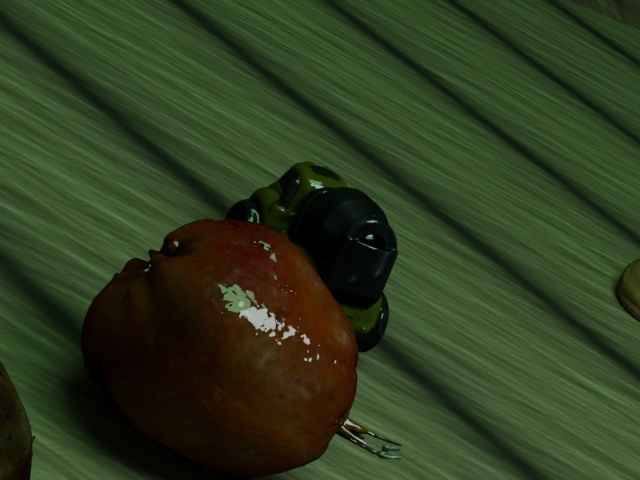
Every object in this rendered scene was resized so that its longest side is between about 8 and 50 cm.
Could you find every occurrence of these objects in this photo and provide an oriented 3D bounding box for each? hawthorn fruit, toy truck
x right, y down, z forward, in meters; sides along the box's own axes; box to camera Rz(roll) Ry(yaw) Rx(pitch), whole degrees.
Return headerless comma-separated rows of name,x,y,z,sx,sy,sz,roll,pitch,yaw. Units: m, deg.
hawthorn fruit,-0.055,0.113,1.592,0.299,0.211,0.211,37,23,-8
toy truck,0.000,0.000,1.899,0.147,0.165,0.224,16,27,-26

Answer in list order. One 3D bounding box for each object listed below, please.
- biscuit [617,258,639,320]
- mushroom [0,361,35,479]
biscuit,0.555,0.137,2.392,0.376,0.051,0.269,31,26,3
mushroom,-0.305,0.136,1.330,0.231,0.138,0.194,6,33,-41
